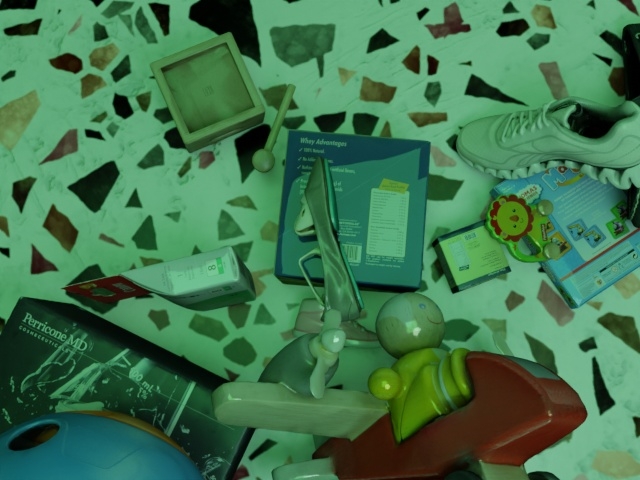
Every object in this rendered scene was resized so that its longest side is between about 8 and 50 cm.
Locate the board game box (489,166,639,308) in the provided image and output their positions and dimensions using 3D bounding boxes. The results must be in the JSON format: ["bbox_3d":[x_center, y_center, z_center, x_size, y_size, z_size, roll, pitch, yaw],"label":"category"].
[{"bbox_3d":[0.377,-0.031,1.043,0.160,0.039,0.212,-32,83,-4],"label":"board game box"}]

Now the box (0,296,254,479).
[{"bbox_3d":[-0.291,0.287,0.940,0.343,0.179,0.313,24,82,4],"label":"box"}]

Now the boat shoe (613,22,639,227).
[{"bbox_3d":[0.459,-0.177,1.020,0.113,0.127,0.340,13,78,13],"label":"boat shoe"}]

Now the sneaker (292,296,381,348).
[{"bbox_3d":[0.030,0.115,1.022,0.134,0.051,0.070,9,87,7],"label":"sneaker"}]

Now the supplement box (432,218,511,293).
[{"bbox_3d":[0.219,0.024,1.029,0.083,0.056,0.083,-20,82,-2],"label":"supplement box"}]

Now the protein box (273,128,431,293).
[{"bbox_3d":[0.045,-0.035,1.002,0.199,0.136,0.201,5,82,2],"label":"protein box"}]

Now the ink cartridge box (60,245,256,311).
[{"bbox_3d":[-0.210,0.072,0.969,0.224,0.181,0.056,-15,78,-1],"label":"ink cartridge box"}]

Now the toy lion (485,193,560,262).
[{"bbox_3d":[0.282,-0.017,1.001,0.096,0.034,0.100,-5,82,-7],"label":"toy lion"}]

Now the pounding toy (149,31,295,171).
[{"bbox_3d":[-0.125,-0.191,1.057,0.181,0.094,0.206,-24,91,-7],"label":"pounding toy"}]

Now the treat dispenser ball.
[{"bbox_3d":[-0.242,0.315,0.698,0.287,0.288,0.289,0,81,1],"label":"treat dispenser ball"}]

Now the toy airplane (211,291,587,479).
[{"bbox_3d":[0.101,0.203,0.870,0.384,0.386,0.273,-3,72,10],"label":"toy airplane"}]

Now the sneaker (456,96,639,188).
[{"bbox_3d":[0.313,-0.149,0.972,0.292,0.118,0.110,8,69,40],"label":"sneaker"}]

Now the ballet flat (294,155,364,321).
[{"bbox_3d":[0.000,0.000,0.894,0.068,0.072,0.213,-14,83,4],"label":"ballet flat"}]
